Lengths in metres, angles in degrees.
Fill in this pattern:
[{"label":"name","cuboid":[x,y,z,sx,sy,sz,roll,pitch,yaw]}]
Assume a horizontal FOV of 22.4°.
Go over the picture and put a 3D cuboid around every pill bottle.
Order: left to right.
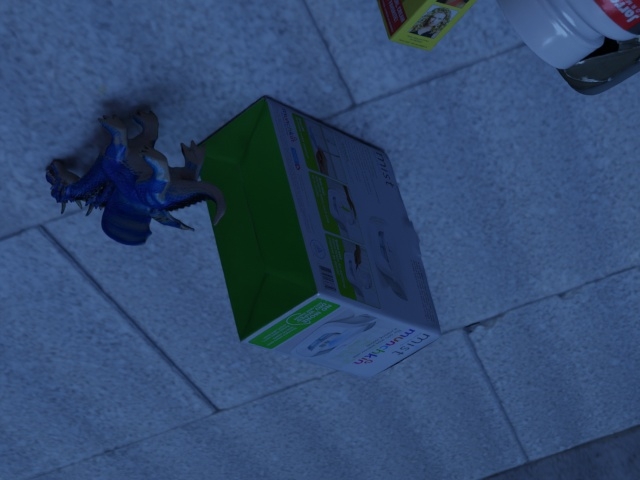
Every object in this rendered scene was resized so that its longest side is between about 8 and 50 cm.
[{"label":"pill bottle","cuboid":[0.317,-0.300,1.600,0.283,0.161,0.161,-35,146,29]}]

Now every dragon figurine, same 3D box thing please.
[{"label":"dragon figurine","cuboid":[-0.186,-0.046,1.749,0.085,0.289,0.144,-16,128,-44]}]

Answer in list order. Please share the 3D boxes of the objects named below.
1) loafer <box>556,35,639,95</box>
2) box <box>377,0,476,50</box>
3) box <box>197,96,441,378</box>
[{"label":"loafer","cuboid":[0.355,-0.244,1.783,0.087,0.094,0.251,11,142,-45]},{"label":"box","cuboid":[0.145,-0.294,1.605,0.058,0.087,0.232,9,143,-34]},{"label":"box","cuboid":[0.000,0.000,1.857,0.127,0.262,0.231,-33,148,28]}]
